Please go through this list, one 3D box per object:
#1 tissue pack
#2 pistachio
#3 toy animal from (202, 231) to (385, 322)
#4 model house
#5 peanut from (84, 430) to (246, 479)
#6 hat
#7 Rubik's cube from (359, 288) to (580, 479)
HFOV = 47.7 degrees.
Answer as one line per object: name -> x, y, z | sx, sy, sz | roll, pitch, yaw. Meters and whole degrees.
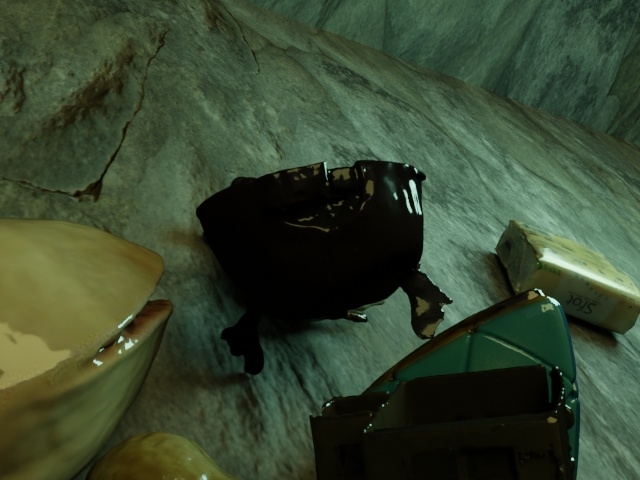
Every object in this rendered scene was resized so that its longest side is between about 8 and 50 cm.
tissue pack -> 0.427, 0.060, 1.254 | 0.222, 0.090, 0.186 | 21, 24, -12
pistachio -> -0.212, 0.075, 0.525 | 0.214, 0.193, 0.318 | -13, 12, 17
toy animal -> -0.015, 0.015, 0.943 | 0.255, 0.090, 0.170 | 32, 45, 31
model house -> 0.098, 0.235, 0.534 | 0.204, 0.243, 0.211 | -9, -2, 16
peanut -> -0.073, 0.217, 0.478 | 0.224, 0.129, 0.129 | 37, 28, 15
hat -> 0.003, 0.021, 0.782 | 0.238, 0.209, 0.336 | -9, 6, -1
Rubik's cube -> 0.134, 0.201, 0.690 | 0.254, 0.254, 0.254 | 20, 27, -11
